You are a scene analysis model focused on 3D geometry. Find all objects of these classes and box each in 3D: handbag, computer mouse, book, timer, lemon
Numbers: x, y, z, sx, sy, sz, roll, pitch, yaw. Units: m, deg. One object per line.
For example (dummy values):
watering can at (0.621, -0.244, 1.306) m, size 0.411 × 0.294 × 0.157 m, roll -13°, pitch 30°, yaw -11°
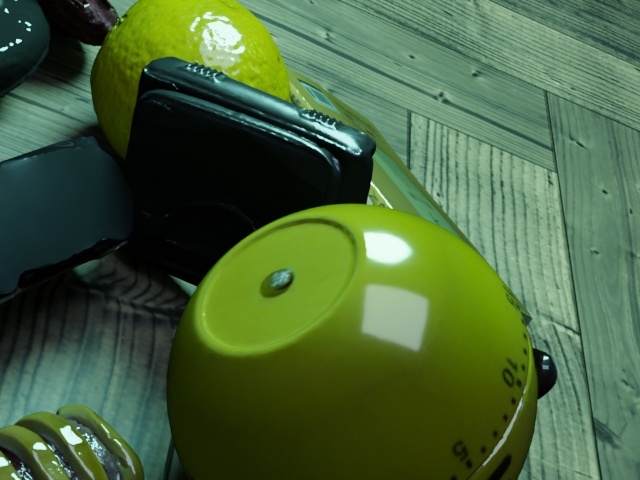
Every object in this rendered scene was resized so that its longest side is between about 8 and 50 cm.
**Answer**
handbag at (-0.088, -0.044, 1.449) m, size 0.275 × 0.244 × 0.088 m, roll 22°, pitch 30°, yaw 14°
computer mouse at (-0.441, -0.214, 1.561) m, size 0.183 × 0.116 × 0.323 m, roll 40°, pitch 39°, yaw 11°
book at (0.100, -0.057, 1.735) m, size 0.269 × 0.032 × 0.389 m, roll 26°, pitch 23°, yaw -55°
timer at (0.048, 0.161, 1.284) m, size 0.376 × 0.376 × 0.387 m, roll -97°, pitch 161°, yaw -50°
lemon at (-0.149, -0.169, 1.617) m, size 0.228 × 0.228 × 0.253 m, roll 2°, pitch 50°, yaw -35°

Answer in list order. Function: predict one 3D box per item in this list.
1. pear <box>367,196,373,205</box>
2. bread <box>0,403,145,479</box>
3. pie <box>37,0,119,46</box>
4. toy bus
pear at (0.000, 0.000, 1.566) m, size 0.178 × 0.178 × 0.178 m, roll 20°, pitch 35°, yaw -15°
bread at (-0.256, 0.215, 1.175) m, size 0.134 × 0.081 × 0.225 m, roll 45°, pitch 36°, yaw 19°
pie at (-0.340, -0.317, 1.722) m, size 0.204 × 0.054 × 0.219 m, roll 38°, pitch -9°, yaw -21°
toy bus at (-0.309, -0.004, 1.340) m, size 0.303 × 0.147 × 0.127 m, roll -32°, pitch 94°, yaw -55°
